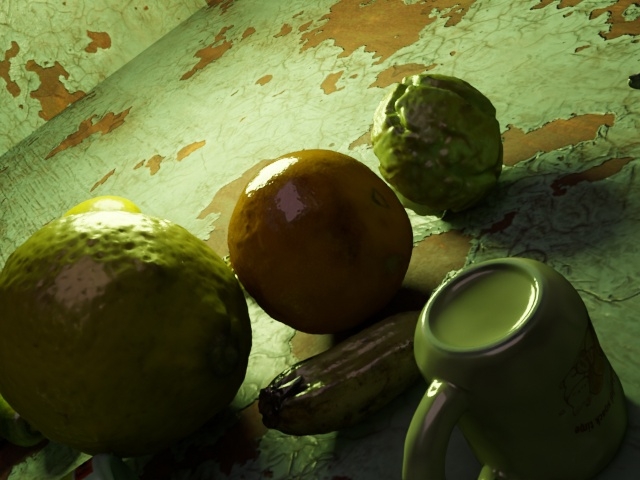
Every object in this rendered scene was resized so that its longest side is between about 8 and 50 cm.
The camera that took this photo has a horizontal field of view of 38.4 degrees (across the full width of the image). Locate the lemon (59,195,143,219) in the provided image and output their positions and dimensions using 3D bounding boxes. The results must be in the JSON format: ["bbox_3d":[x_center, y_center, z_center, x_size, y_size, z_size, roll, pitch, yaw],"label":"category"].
[{"bbox_3d":[-0.422,0.002,1.763,0.207,0.170,0.170,-24,31,19],"label":"lemon"}]

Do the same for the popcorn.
[{"bbox_3d":[0.173,-0.148,1.373,0.184,0.204,0.221,-40,39,44],"label":"popcorn"}]

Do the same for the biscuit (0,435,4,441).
[{"bbox_3d":[-0.503,0.242,1.585,0.394,0.076,0.368,-32,34,6],"label":"biscuit"}]

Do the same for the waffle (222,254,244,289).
[{"bbox_3d":[-0.077,0.009,1.536,0.194,0.051,0.149,-41,32,-13],"label":"waffle"}]

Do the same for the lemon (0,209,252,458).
[{"bbox_3d":[-0.264,0.128,1.254,0.387,0.349,0.349,7,47,29],"label":"lemon"}]

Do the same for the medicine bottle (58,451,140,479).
[{"bbox_3d":[-0.321,0.379,1.141,0.225,0.139,0.139,-35,30,-4],"label":"medicine bottle"}]

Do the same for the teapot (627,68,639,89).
[{"bbox_3d":[0.580,-0.266,1.148,0.424,0.252,0.279,-8,68,0],"label":"teapot"}]

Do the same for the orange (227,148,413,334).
[{"bbox_3d":[0.000,0.000,1.273,0.261,0.261,0.261,-24,31,16],"label":"orange"}]

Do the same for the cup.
[{"bbox_3d":[0.170,0.158,0.932,0.255,0.202,0.173,-37,30,-5],"label":"cup"}]

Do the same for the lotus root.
[{"bbox_3d":[0.046,0.170,1.145,0.258,0.097,0.110,-27,37,-4],"label":"lotus root"}]

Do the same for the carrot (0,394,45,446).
[{"bbox_3d":[-0.522,0.247,1.460,0.074,0.074,0.359,-47,33,-23],"label":"carrot"}]
